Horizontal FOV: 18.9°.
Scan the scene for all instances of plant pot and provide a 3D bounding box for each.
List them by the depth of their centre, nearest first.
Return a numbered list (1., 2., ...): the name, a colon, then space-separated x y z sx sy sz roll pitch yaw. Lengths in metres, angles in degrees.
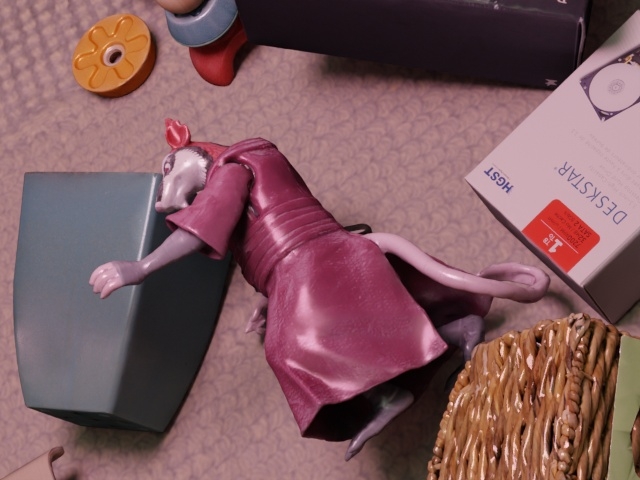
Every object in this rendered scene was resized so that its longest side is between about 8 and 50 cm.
1. plant pot: -0.204 0.067 1.921 0.165 0.165 0.234 1 75 28

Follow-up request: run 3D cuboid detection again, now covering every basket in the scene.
1. basket: 0.226 0.244 1.640 0.213 0.223 0.299 -26 47 54

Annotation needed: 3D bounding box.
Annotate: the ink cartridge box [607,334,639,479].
1. ink cartridge box: 0.352 0.174 1.548 0.056 0.235 0.171 136 146 -62

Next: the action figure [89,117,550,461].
1. action figure: -0.023 0.008 1.763 0.276 0.248 0.370 -46 73 21

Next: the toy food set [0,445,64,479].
1. toy food set: -0.293 0.379 1.852 0.219 0.092 0.306 -31 63 10

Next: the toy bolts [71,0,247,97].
1. toy bolts: -0.189 -0.259 2.081 0.228 0.158 0.218 32 82 36

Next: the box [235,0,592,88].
1. box: 0.112 -0.341 1.876 0.343 0.179 0.313 8 75 8

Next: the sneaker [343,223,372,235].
1. sneaker: 0.000 0.000 1.919 0.109 0.040 0.044 -18 56 18

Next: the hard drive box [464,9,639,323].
1. hard drive box: 0.283 -0.069 1.779 0.232 0.089 0.181 -45 53 0
